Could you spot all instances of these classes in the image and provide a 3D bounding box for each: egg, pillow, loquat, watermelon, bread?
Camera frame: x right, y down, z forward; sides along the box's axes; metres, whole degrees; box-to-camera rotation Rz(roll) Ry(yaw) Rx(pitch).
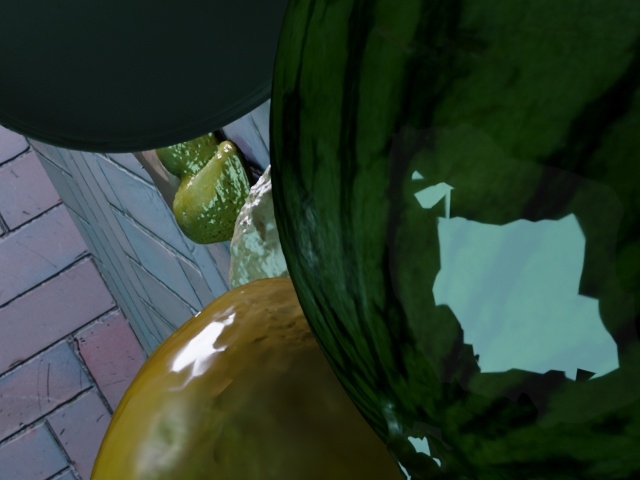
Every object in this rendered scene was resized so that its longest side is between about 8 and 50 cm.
[{"bbox_3d":[0.000,0.000,0.929,0.140,0.116,0.118,-51,44,48],"label":"egg"},{"bbox_3d":[-0.173,-0.096,1.533,0.211,0.034,0.135,51,168,36],"label":"pillow"},{"bbox_3d":[-0.004,0.159,0.795,0.276,0.284,0.276,25,-170,-5],"label":"loquat"},{"bbox_3d":[0.084,0.003,0.506,0.331,0.189,0.331,55,161,29],"label":"watermelon"},{"bbox_3d":[-0.106,-0.061,1.303,0.149,0.065,0.187,67,167,-12],"label":"bread"}]

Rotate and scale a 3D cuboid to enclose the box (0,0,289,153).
[{"bbox_3d":[-0.102,-0.171,0.676,0.149,0.226,0.226,45,161,45],"label":"box"}]
